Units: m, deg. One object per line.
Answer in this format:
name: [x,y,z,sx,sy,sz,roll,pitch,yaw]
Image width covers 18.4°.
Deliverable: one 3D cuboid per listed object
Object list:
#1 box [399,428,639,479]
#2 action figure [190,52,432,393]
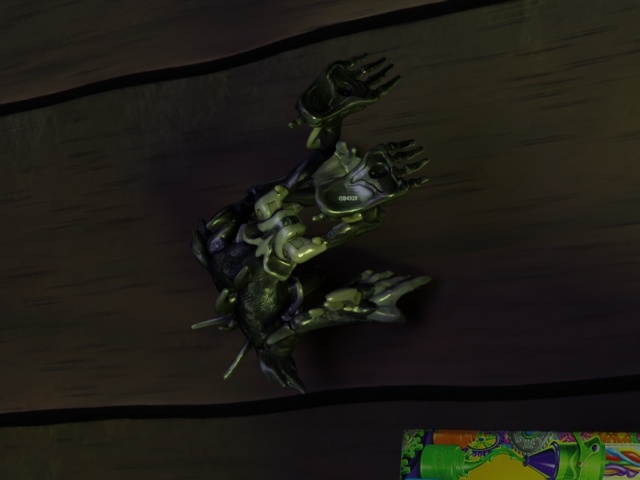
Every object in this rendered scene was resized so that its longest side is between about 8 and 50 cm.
box: [0.196,0.261,1.141,0.279,0.177,0.290,-5,76,41]
action figure: [0.000,0.000,1.418,0.164,0.141,0.276,63,147,23]
